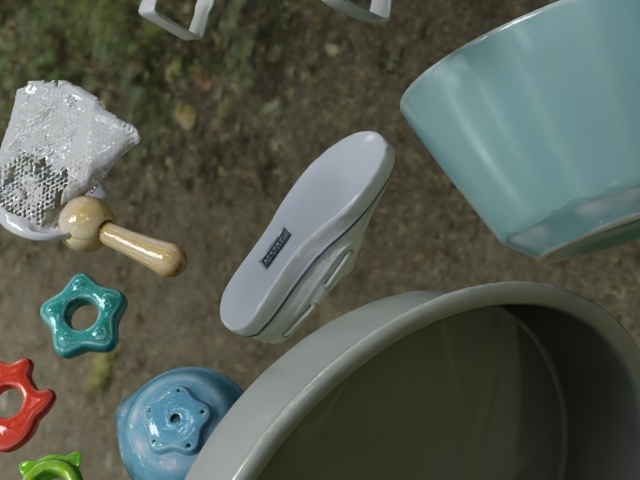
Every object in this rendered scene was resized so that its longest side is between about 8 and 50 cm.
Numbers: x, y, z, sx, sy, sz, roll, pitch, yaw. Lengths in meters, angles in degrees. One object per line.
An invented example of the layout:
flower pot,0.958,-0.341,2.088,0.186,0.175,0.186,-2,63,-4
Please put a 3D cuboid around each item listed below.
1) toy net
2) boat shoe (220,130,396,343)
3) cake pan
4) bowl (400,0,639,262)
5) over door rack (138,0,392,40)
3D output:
toy net,-0.119,0.030,0.658,0.045,0.122,0.232,73,174,-68
boat shoe,0.000,0.000,1.377,0.258,0.084,0.095,-48,42,18
cake pan,0.042,0.149,0.628,0.054,0.293,0.293,30,108,49
bowl,0.235,-0.084,1.085,0.311,0.311,0.163,-29,74,57
over door rack,0.025,-0.284,1.056,0.239,0.108,0.324,4,61,47
